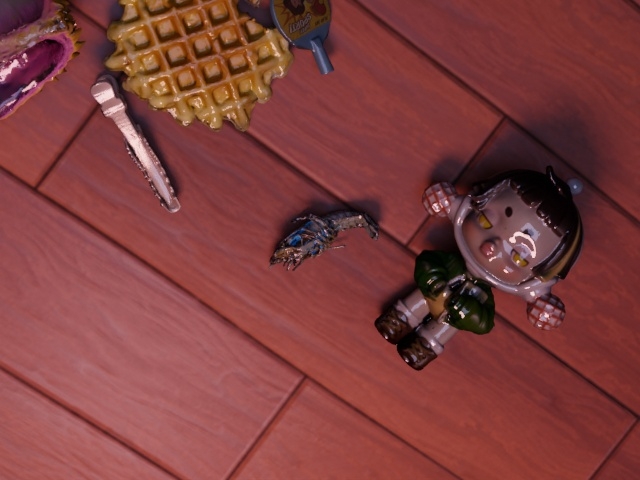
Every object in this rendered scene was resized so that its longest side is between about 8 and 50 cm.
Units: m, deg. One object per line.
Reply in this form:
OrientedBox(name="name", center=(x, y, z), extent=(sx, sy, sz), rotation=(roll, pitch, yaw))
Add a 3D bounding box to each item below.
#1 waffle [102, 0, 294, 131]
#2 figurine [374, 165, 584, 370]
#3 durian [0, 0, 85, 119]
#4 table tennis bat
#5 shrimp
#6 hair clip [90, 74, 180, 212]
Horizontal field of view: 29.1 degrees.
OrientedBox(name="waffle", center=(-0.166, -0.283, 1.744), extent=(0.261, 0.056, 0.250), rotation=(21, 99, -17))
OrientedBox(name="figurine", center=(0.244, 0.036, 1.829), extent=(0.370, 0.167, 0.281), rotation=(-45, 77, 12))
OrientedBox(name="durian", center=(-0.451, -0.262, 1.675), extent=(0.261, 0.154, 0.186), rotation=(-21, 84, 0))
OrientedBox(name="table tennis bat", center=(-0.020, -0.310, 1.756), extent=(0.100, 0.019, 0.155), rotation=(-33, 107, -33))
OrientedBox(name="shrimp", center=(0.000, -0.004, 1.840), extent=(0.174, 0.076, 0.082), rotation=(-18, 146, -8))
OrientedBox(name="hair clip", center=(-0.263, -0.141, 1.770), extent=(0.034, 0.072, 0.226), rotation=(-27, 114, 5))
